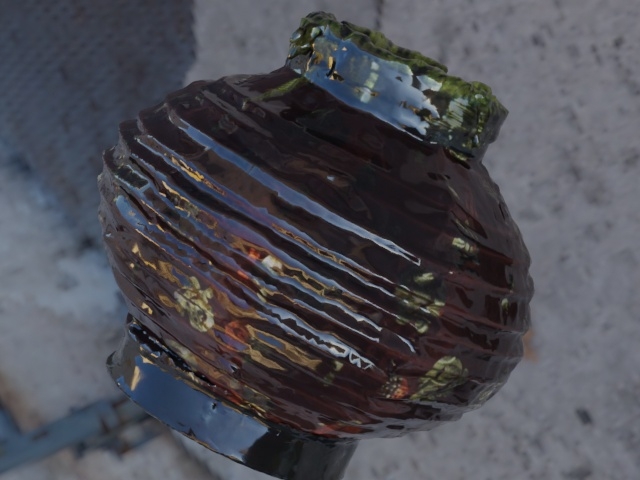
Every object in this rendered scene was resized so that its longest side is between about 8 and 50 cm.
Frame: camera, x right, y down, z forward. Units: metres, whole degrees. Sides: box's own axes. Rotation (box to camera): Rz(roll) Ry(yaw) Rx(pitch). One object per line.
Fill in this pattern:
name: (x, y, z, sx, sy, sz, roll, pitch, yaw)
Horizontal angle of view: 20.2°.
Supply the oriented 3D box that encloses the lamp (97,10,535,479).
lamp: (0.000, 0.000, 0.935, 0.247, 0.247, 0.247, 32, 135, 40)
